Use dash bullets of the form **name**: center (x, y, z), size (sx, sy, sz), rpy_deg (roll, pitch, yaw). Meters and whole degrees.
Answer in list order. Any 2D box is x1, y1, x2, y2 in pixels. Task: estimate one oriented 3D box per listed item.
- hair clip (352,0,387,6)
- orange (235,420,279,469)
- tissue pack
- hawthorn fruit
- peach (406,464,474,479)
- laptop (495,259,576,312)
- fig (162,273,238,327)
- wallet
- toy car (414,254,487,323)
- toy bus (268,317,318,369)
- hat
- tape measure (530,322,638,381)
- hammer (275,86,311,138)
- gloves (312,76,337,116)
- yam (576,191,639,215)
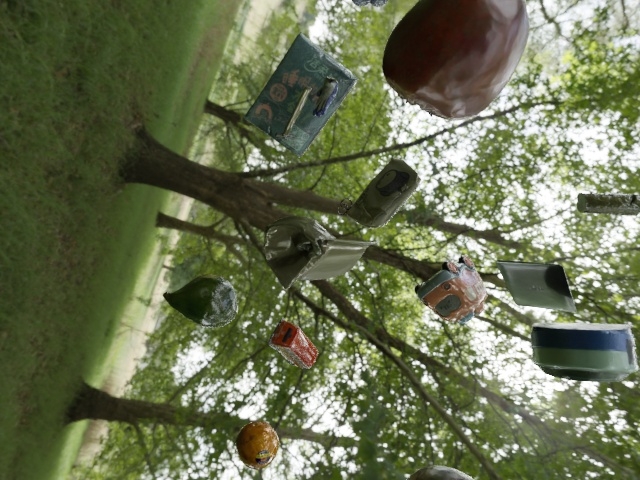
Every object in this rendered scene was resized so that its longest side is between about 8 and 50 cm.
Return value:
- **hair clip**: center (0.095, -0.487, 0.725), size (0.124, 0.195, 0.052), rpy_deg (55, 40, -57)
- **orange**: center (-0.118, 0.379, 0.753), size (0.083, 0.084, 0.083), rpy_deg (-55, -156, 38)
- **tissue pack**: center (-0.064, -0.455, 1.293), size (0.315, 0.228, 0.103), rpy_deg (-49, -162, 23)
- **hawthorn fruit**: center (0.314, -0.442, 0.937), size (0.324, 0.308, 0.308), rpy_deg (-55, -159, 9)
- **peach**: center (0.285, 0.652, 0.925), size (0.252, 0.252, 0.252), rpy_deg (-55, -156, 38)
- **laptop**: center (0.688, 0.146, 1.286), size (0.188, 0.269, 0.015), rpy_deg (3, -126, 44)
- **fig**: center (-0.408, 0.212, 1.386), size (0.195, 0.245, 0.195), rpy_deg (177, -90, -67)
- **wallet**: center (0.243, -0.183, 1.602), size (0.335, 0.068, 0.275), rpy_deg (-48, -144, 3)
- **toy car**: center (0.502, 0.197, 1.497), size (0.180, 0.271, 0.212), rpy_deg (-51, -119, 37)
- **toy bus**: center (-0.066, 0.285, 1.085), size (0.077, 0.174, 0.079), rpy_deg (9, -124, 32)
- **hat**: center (0.000, 0.000, 0.760), size (0.144, 0.173, 0.166), rpy_deg (53, -41, 14)
- **tape measure**: center (0.744, 0.311, 1.148), size (0.259, 0.262, 0.138), rpy_deg (-7, -100, 32)
- **hammer**: center (-0.065, -0.340, 1.093), size (0.199, 0.062, 0.013), rpy_deg (133, -49, -55)
- **gloves**: center (0.008, -0.303, 0.857), size (0.086, 0.026, 0.064), rpy_deg (-65, -151, 23)
- **yam**: center (0.678, -0.085, 0.948), size (0.054, 0.132, 0.054), rpy_deg (4, 90, -82)
